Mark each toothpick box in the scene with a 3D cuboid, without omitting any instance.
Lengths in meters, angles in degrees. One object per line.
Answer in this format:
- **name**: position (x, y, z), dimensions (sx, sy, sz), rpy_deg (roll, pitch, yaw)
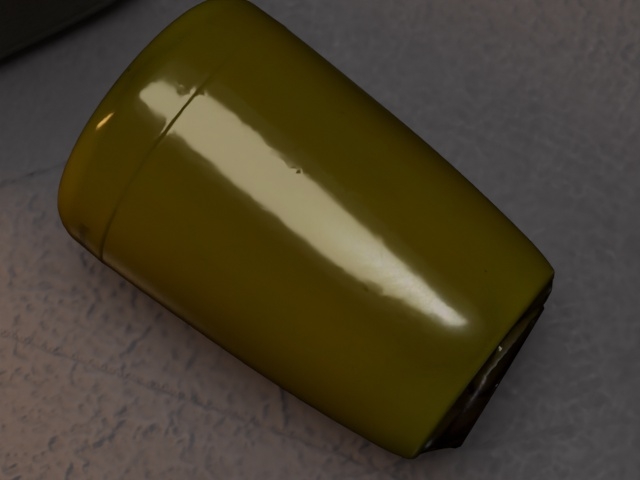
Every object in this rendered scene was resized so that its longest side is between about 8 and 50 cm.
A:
- **toothpick box**: position (0.000, 0.000, 1.110), dimensions (0.271, 0.175, 0.175), rpy_deg (37, 78, 8)

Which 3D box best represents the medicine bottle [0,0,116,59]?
- **medicine bottle**: position (-0.233, -0.213, 1.072), dimensions (0.282, 0.375, 0.123), rpy_deg (-27, 73, -6)
